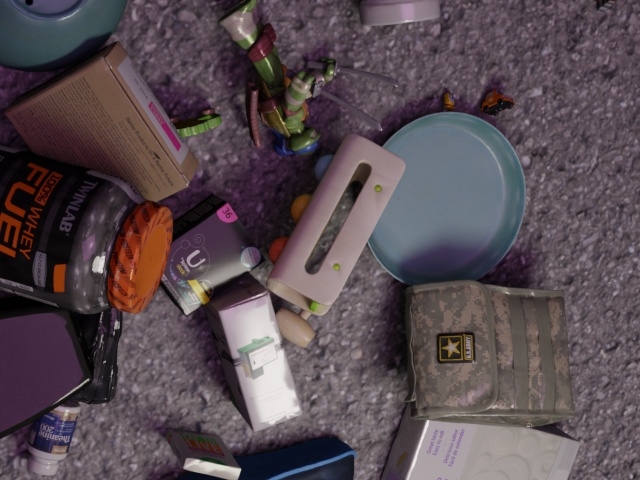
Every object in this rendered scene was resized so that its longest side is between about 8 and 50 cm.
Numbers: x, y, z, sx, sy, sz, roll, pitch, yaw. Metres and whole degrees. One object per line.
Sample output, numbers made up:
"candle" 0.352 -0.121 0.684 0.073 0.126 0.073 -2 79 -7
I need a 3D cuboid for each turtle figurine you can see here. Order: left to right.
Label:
"turtle figurine" -0.025 -0.283 1.847 0.266 0.275 0.198 56 46 -16

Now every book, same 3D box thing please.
"book" -0.198 0.356 1.937 0.096 0.144 0.035 17 95 -22

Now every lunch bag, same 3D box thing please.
"lunch bag" 0.280 0.199 2.026 0.287 0.169 0.235 6 73 -23

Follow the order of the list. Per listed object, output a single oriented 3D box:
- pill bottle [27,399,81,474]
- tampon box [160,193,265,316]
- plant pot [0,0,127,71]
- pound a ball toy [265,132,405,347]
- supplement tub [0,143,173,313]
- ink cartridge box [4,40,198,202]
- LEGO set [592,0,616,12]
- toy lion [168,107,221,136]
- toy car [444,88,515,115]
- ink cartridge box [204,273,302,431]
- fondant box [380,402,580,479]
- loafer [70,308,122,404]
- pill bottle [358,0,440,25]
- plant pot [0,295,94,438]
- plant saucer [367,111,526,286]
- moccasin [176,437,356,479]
"pill bottle" -0.435 0.315 1.886 0.067 0.067 0.120 15 95 -22
"tampon box" -0.195 0.022 1.893 0.161 0.101 0.120 -37 111 -9
"plant pot" -0.407 -0.385 1.686 0.290 0.195 0.290 -4 102 -18
"pound a ball toy" 0.000 0.000 1.909 0.136 0.208 0.319 29 77 1
"supplement tub" -0.400 -0.016 1.690 0.338 0.207 0.207 15 96 8
"ink cartridge box" -0.329 -0.155 1.775 0.193 0.088 0.234 -24 111 19
"LEGO set" 0.418 -0.533 1.991 0.331 0.192 0.254 3 70 -23
"toy lion" -0.203 -0.182 1.852 0.100 0.096 0.034 -16 106 -17
"toy car" 0.277 -0.251 2.034 0.122 0.060 0.040 6 67 -27
"ink cartridge box" -0.117 0.179 1.923 0.093 0.160 0.219 -19 105 -14
"fondant box" 0.288 0.433 2.154 0.330 0.096 0.238 17 94 -21
"loafer" -0.365 0.159 1.874 0.078 0.076 0.223 0 105 -27
"pill bottle" 0.116 -0.492 1.869 0.162 0.162 0.278 -11 105 -17
"plant pot" -0.442 0.172 1.769 0.167 0.188 0.187 -18 98 -9
"plant saucer" 0.212 -0.069 2.052 0.318 0.044 0.317 -4 101 -18
"moccasin" -0.091 0.439 1.999 0.342 0.138 0.116 -9 108 -17
